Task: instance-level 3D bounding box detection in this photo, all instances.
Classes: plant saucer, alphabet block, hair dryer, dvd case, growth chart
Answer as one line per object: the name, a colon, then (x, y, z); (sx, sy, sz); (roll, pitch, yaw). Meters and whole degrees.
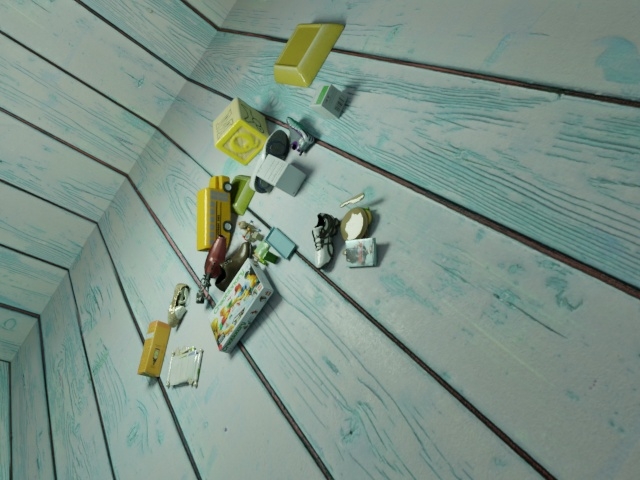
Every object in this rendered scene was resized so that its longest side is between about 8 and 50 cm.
plant saucer: (-0.152, 0.009, 1.939); (0.067, 0.018, 0.192); (-56, 37, 4)
plant saucer: (-0.368, -0.216, 2.301); (0.188, 0.045, 0.188); (17, 79, 51)
alphabet block: (-0.371, -0.507, 2.380); (0.193, 0.192, 0.197); (-41, 40, 24)
plant saucer: (-0.082, -0.892, 2.400); (0.333, 0.081, 0.333); (31, 91, 52)
hair dryer: (-0.430, 0.116, 2.080); (0.223, 0.080, 0.294); (143, 140, -62)
dvd case: (0.125, 0.039, 1.594); (0.119, 0.013, 0.087); (-5, 83, 45)
growth chart: (-0.549, 0.504, 2.052); (0.237, 0.021, 0.172); (-18, 54, 41)

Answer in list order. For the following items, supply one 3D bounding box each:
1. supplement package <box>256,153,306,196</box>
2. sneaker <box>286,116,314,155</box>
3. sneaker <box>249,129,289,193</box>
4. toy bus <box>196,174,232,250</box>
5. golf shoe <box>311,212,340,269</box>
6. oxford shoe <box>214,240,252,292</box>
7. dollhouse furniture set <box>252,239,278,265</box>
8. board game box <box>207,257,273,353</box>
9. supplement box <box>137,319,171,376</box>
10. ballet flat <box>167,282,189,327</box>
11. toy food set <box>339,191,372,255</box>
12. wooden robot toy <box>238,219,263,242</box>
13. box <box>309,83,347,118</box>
supplement package: (-0.158, -0.262, 2.051); (0.105, 0.105, 0.179); (-58, 38, 1)
sneaker: (-0.109, -0.439, 2.135); (0.098, 0.083, 0.224); (-53, 39, 15)
sneaker: (-0.233, -0.343, 2.192); (0.129, 0.111, 0.297); (8, 71, 58)
toy bus: (-0.466, -0.119, 2.236); (0.108, 0.130, 0.333); (-14, 74, 50)
golf shoe: (0.000, 0.000, 1.717); (0.077, 0.094, 0.198); (-11, 60, 42)
oxford shoe: (-0.345, 0.098, 2.033); (0.082, 0.096, 0.227); (18, 78, 53)
dollhouse furniture set: (-0.225, 0.043, 1.963); (0.076, 0.058, 0.151); (-58, 38, 2)
board game box: (-0.303, 0.241, 1.904); (0.305, 0.053, 0.193); (-55, 38, 14)
supplement box: (-0.721, 0.471, 2.217); (0.080, 0.078, 0.234); (-22, 50, 38)
ballet flat: (-0.618, 0.279, 2.239); (0.067, 0.073, 0.206); (-12, 60, 26)
toy food set: (0.119, -0.048, 1.669); (0.132, 0.038, 0.192); (-22, 62, 44)
wooden robot toy: (-0.307, -0.044, 2.094); (0.076, 0.079, 0.173); (-55, 38, 6)
box: (0.032, -0.551, 2.033); (0.087, 0.102, 0.101); (16, 80, 53)
